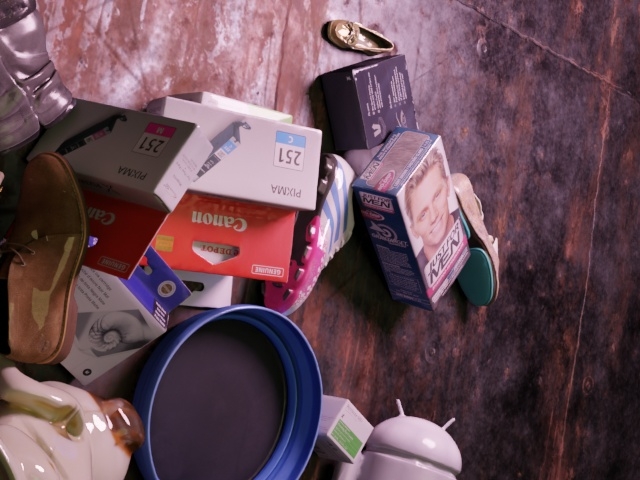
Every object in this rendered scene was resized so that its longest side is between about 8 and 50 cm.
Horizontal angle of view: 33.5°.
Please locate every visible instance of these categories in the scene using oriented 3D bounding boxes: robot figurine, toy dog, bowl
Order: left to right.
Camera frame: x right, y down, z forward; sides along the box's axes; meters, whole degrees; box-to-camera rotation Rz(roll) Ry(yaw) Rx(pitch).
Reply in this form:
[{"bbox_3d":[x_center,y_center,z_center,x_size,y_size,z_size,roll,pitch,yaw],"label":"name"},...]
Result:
[{"bbox_3d":[-0.394,0.326,1.476,0.395,0.408,0.284,37,104,0],"label":"toy dog"},{"bbox_3d":[-0.162,0.304,1.872,0.391,0.077,0.391,-5,97,-42],"label":"bowl"},{"bbox_3d":[0.162,0.504,2.112,0.300,0.200,0.353,22,76,-16],"label":"robot figurine"}]

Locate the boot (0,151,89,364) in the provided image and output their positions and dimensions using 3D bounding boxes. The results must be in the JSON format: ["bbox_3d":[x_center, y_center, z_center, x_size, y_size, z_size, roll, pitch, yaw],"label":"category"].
[{"bbox_3d":[-0.402,0.019,1.484,0.115,0.112,0.305,15,73,-59],"label":"boot"}]

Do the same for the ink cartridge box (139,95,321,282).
[{"bbox_3d":[-0.145,-0.074,1.708,0.296,0.066,0.261,8,86,-33],"label":"ink cartridge box"}]

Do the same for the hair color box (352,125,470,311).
[{"bbox_3d":[0.188,-0.037,2.110,0.174,0.105,0.347,-54,142,-28],"label":"hair color box"}]

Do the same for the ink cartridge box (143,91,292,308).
[{"bbox_3d":[-0.176,-0.058,1.813,0.207,0.119,0.353,9,87,-43],"label":"ink cartridge box"}]

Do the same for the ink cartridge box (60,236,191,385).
[{"bbox_3d":[-0.339,0.090,1.628,0.224,0.045,0.223,-36,126,0],"label":"ink cartridge box"}]

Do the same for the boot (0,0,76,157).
[{"bbox_3d":[-0.508,-0.205,1.501,0.338,0.118,0.222,-32,124,-30],"label":"boot"}]

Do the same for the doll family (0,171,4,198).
[{"bbox_3d":[-0.485,-0.013,1.450,0.118,0.163,0.263,28,67,-9],"label":"doll family"}]

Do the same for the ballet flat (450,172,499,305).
[{"bbox_3d":[0.335,-0.008,2.320,0.106,0.108,0.316,-43,122,-42],"label":"ballet flat"}]

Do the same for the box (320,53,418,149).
[{"bbox_3d":[0.097,-0.271,2.081,0.158,0.093,0.155,-25,109,-41],"label":"box"}]

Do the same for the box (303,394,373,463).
[{"bbox_3d":[0.024,0.361,2.041,0.101,0.102,0.087,51,57,-32],"label":"box"}]

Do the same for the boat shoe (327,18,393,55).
[{"bbox_3d":[0.078,-0.398,2.085,0.153,0.048,0.056,16,81,-43],"label":"boat shoe"}]

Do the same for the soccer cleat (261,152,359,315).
[{"bbox_3d":[0.000,0.000,1.988,0.143,0.116,0.331,31,71,-41],"label":"soccer cleat"}]

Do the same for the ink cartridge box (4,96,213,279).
[{"bbox_3d":[-0.327,-0.085,1.560,0.238,0.275,0.060,-60,144,-22],"label":"ink cartridge box"}]
